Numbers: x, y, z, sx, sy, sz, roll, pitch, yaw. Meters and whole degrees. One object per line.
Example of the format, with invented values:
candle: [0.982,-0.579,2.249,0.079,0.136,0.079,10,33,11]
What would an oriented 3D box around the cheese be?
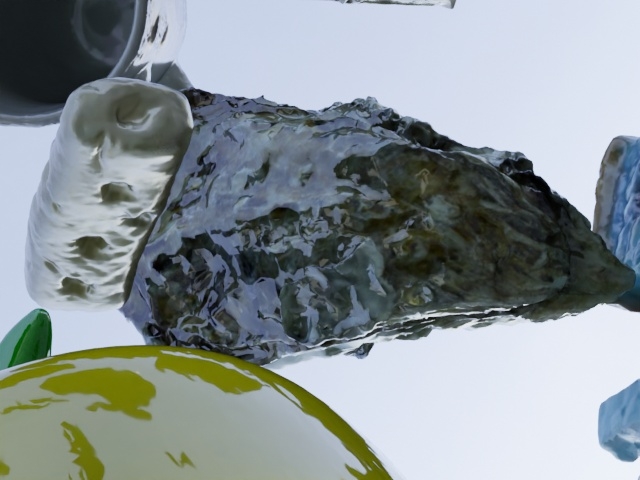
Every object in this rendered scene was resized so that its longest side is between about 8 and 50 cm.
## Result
cheese: [-0.113,-0.017,0.629,0.065,0.194,0.043,9,-120,-15]

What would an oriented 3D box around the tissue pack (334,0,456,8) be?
tissue pack: [0.025,-0.279,0.859,0.090,0.186,0.222,69,-149,-73]

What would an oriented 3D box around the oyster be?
oyster: [0.004,-0.003,0.726,0.158,0.351,0.162,-36,-51,-58]

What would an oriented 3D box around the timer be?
timer: [-0.090,0.135,0.438,0.285,0.285,0.285,-13,-69,-36]

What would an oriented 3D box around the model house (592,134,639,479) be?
model house: [0.243,0.009,0.768,0.226,0.241,0.261,26,-125,-10]

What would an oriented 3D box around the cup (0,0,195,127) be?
cup: [-0.202,-0.195,1.184,0.227,0.301,0.257,-44,-5,16]
